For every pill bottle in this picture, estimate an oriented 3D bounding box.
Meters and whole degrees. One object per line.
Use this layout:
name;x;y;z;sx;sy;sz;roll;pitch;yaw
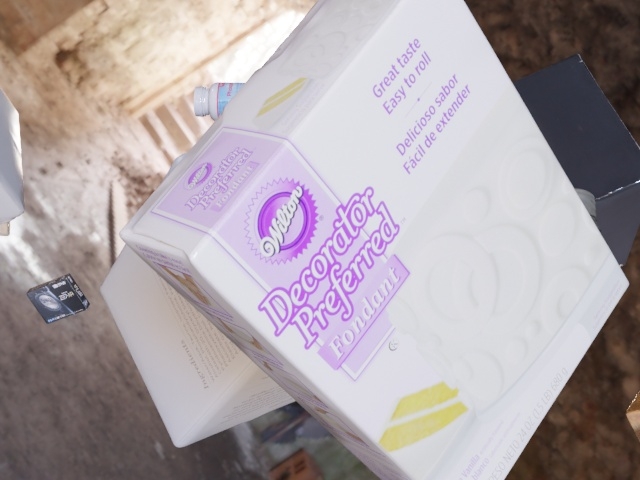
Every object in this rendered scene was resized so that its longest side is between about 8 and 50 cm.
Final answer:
pill bottle;-0.192;-0.301;1.916;0.087;0.160;0.087;2;90;-89

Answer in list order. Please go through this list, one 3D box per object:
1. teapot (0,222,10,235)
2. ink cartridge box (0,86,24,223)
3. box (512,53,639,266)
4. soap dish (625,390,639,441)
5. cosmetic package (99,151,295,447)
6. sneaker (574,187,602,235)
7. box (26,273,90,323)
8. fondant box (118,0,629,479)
teapot;-0.622;-0.033;1.350;0.187;0.252;0.256;-4;53;-49
ink cartridge box;-0.380;-0.109;0.660;0.289;0.211;0.121;79;-2;-62
box;0.312;-0.074;1.103;0.261;0.103;0.184;67;-3;-63
soap dish;0.521;0.257;1.031;0.290;0.229;0.118;56;34;-26
cosmetic package;-0.105;0.079;1.450;0.327;0.330;0.393;59;-44;18
sneaker;0.159;0.027;0.833;0.087;0.228;0.130;95;-10;-66
box;-0.439;0.098;1.475;0.018;0.083;0.067;-78;145;-61
fondant box;0.062;0.015;0.611;0.096;0.238;0.330;16;-26;52
